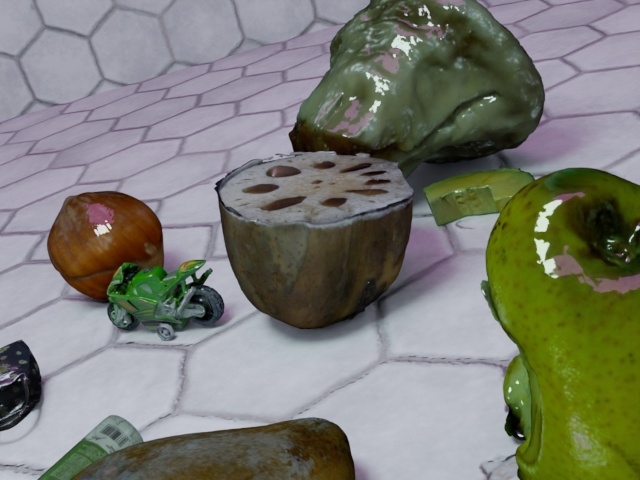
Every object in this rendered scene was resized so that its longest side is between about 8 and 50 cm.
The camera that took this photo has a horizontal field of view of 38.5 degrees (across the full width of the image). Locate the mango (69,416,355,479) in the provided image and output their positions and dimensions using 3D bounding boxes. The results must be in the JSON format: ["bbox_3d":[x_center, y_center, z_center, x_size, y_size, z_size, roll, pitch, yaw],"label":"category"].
[{"bbox_3d":[-0.092,0.232,0.767,0.316,0.146,0.192,-16,19,-38],"label":"mango"}]

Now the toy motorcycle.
[{"bbox_3d":[-0.223,0.075,1.258,0.190,0.106,0.074,-7,25,25],"label":"toy motorcycle"}]

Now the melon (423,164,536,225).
[{"bbox_3d":[0.237,-0.059,1.314,0.209,0.064,0.118,-4,30,34],"label":"melon"}]

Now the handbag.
[{"bbox_3d":[-0.400,0.196,1.149,0.115,0.072,0.139,-24,28,-21],"label":"handbag"}]

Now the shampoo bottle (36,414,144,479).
[{"bbox_3d":[-0.259,0.261,0.913,0.065,0.065,0.204,0,27,34],"label":"shampoo bottle"}]

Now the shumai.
[{"bbox_3d":[0.118,-0.190,1.439,0.323,0.324,0.397,-46,24,-23],"label":"shumai"}]

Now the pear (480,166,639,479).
[{"bbox_3d":[0.222,0.080,0.748,0.164,0.255,0.238,-13,27,6],"label":"pear"}]

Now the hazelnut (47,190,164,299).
[{"bbox_3d":[-0.321,0.002,1.410,0.182,0.182,0.182,-14,22,6],"label":"hazelnut"}]

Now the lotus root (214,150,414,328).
[{"bbox_3d":[0.000,0.000,1.181,0.272,0.192,0.272,-6,18,2],"label":"lotus root"}]
